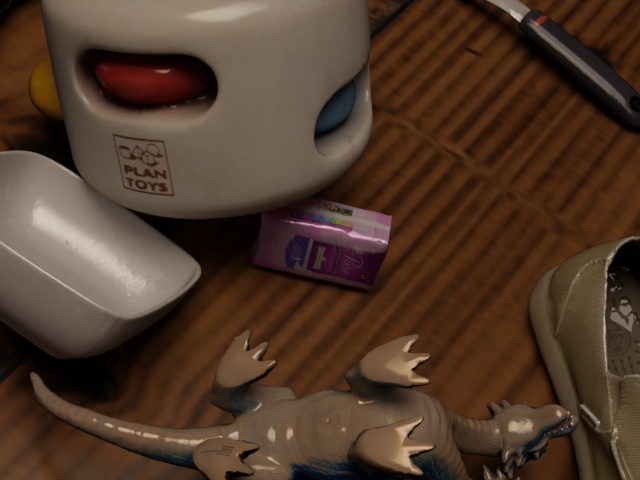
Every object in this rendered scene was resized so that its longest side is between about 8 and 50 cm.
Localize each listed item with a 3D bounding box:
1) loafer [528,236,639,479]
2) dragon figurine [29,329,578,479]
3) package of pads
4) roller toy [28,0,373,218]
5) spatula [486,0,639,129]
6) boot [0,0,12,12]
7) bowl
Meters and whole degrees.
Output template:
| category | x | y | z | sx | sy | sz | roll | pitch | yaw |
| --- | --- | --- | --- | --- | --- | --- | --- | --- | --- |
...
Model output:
| category | x | y | z | sx | sy | sz | roll | pitch | yaw |
| --- | --- | --- | --- | --- | --- | --- | --- | --- | --- |
| loafer | 0.200 | 0.110 | 0.645 | 0.102 | 0.092 | 0.268 | -10 | 58 | -19 |
| dragon figurine | -0.004 | 0.117 | 0.600 | 0.289 | 0.144 | 0.085 | -6 | 56 | 7 |
| package of pads | 0.000 | 0.000 | 0.705 | 0.083 | 0.050 | 0.032 | 13 | 48 | -3 |
| roller toy | -0.067 | -0.105 | 0.685 | 0.209 | 0.146 | 0.191 | -16 | 33 | -17 |
| spatula | 0.140 | -0.182 | 0.877 | 0.296 | 0.030 | 0.084 | 41 | 58 | 16 |
| boot | -0.189 | -0.209 | 0.788 | 0.229 | 0.091 | 0.263 | -12 | 58 | -20 |
| bowl | -0.149 | 0.011 | 0.633 | 0.142 | 0.053 | 0.142 | 35 | 18 | 4 |
